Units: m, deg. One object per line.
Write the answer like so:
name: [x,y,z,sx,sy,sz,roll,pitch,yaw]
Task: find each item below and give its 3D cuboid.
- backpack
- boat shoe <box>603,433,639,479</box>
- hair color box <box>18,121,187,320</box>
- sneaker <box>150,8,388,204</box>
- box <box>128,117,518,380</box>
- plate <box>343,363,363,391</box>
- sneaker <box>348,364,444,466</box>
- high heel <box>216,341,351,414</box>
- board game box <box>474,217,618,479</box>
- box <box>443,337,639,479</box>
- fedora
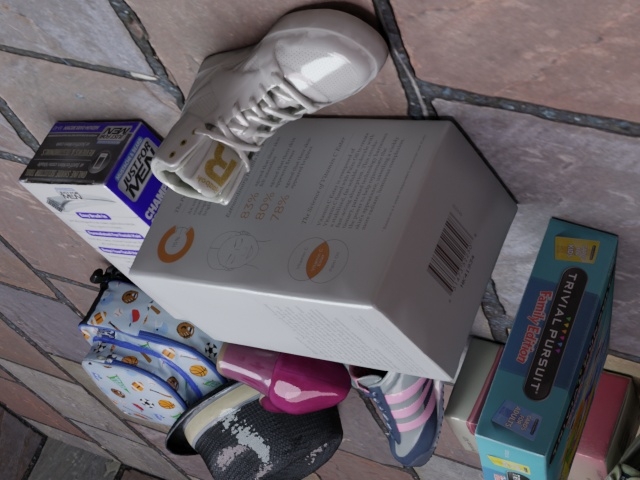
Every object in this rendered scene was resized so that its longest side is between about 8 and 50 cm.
backpack: [-0.258,0.192,2.116,0.263,0.213,0.276,1,149,24]
boat shoe: [0.402,0.322,1.593,0.109,0.302,0.094,22,154,48]
hair color box: [-0.215,-0.016,1.655,0.185,0.110,0.339,5,150,42]
sneaker: [-0.058,-0.112,1.192,0.108,0.169,0.292,36,155,-24]
box: [0.000,0.000,1.331,0.345,0.215,0.168,6,153,40]
plate: [0.030,0.154,1.795,0.188,0.024,0.188,58,169,18]
sneaker: [0.095,0.187,1.657,0.131,0.112,0.319,-9,129,-15]
high heel: [-0.001,0.203,1.734,0.181,0.127,0.377,16,180,19]
board game box: [0.260,0.167,1.402,0.079,0.253,0.336,16,158,18]
box: [0.309,0.242,1.712,0.232,0.127,0.148,12,157,27]
fedora: [-0.084,0.324,2.061,0.334,0.334,0.152,81,164,-66]
